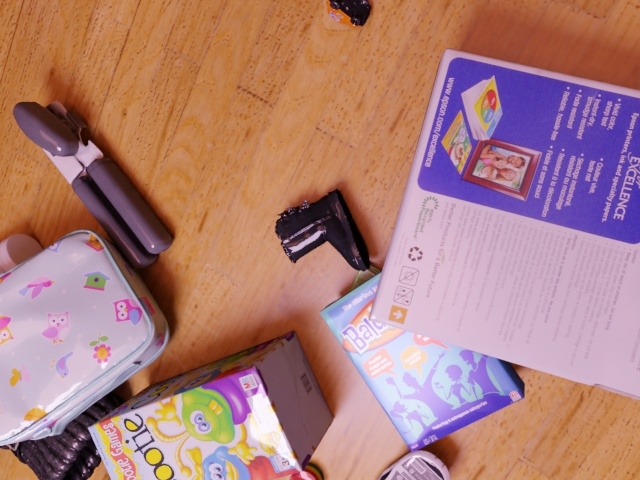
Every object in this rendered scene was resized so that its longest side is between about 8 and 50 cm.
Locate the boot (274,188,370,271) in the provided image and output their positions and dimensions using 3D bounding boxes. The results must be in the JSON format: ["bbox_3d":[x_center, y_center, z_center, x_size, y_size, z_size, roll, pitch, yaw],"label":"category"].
[{"bbox_3d":[0.000,0.000,0.720,0.099,0.045,0.121,-26,82,17],"label":"boot"}]

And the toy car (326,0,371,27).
[{"bbox_3d":[0.033,-0.320,0.672,0.040,0.060,0.122,-3,79,61],"label":"toy car"}]

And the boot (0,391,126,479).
[{"bbox_3d":[-0.485,0.326,0.886,0.260,0.131,0.348,35,107,9],"label":"boot"}]

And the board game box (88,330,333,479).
[{"bbox_3d":[-0.147,0.252,0.758,0.275,0.142,0.144,-24,91,20],"label":"board game box"}]

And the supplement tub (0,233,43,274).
[{"bbox_3d":[-0.503,0.042,0.876,0.107,0.071,0.071,-28,90,20],"label":"supplement tub"}]

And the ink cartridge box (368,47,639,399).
[{"bbox_3d":[0.239,-0.017,0.586,0.307,0.072,0.304,16,92,6],"label":"ink cartridge box"}]

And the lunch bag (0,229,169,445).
[{"bbox_3d":[-0.372,0.141,0.777,0.279,0.108,0.224,-35,81,-7],"label":"lunch bag"}]

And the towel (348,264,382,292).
[{"bbox_3d":[0.099,0.110,0.719,0.152,0.023,0.113,27,105,12],"label":"towel"}]

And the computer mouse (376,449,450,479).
[{"bbox_3d":[0.107,0.348,0.748,0.106,0.042,0.193,44,114,12],"label":"computer mouse"}]

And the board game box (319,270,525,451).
[{"bbox_3d":[0.122,0.131,0.679,0.160,0.047,0.210,-36,85,22],"label":"board game box"}]

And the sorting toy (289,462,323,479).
[{"bbox_3d":[-0.013,0.471,0.803,0.132,0.046,0.275,-24,91,20],"label":"sorting toy"}]

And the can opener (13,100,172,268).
[{"bbox_3d":[-0.334,-0.080,0.788,0.076,0.095,0.283,-41,85,20],"label":"can opener"}]
